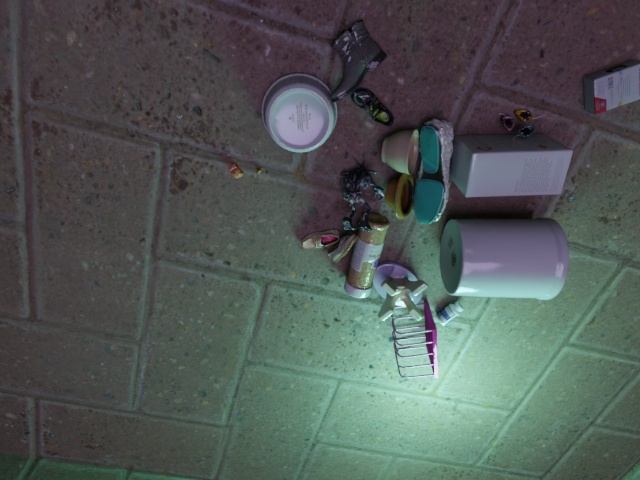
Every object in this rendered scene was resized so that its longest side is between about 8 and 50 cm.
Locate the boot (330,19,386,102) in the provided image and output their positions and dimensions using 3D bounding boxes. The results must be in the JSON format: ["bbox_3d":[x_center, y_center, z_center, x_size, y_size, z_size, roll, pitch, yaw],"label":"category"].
[{"bbox_3d":[0.087,-0.597,1.449,0.246,0.083,0.161,-45,109,2],"label":"boot"}]

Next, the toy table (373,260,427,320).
[{"bbox_3d":[0.345,0.225,1.878,0.274,0.161,0.252,30,113,-17],"label":"toy table"}]

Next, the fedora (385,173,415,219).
[{"bbox_3d":[0.303,-0.177,1.678,0.079,0.194,0.195,14,125,33],"label":"fedora"}]

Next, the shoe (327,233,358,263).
[{"bbox_3d":[0.086,0.029,1.769,0.058,0.076,0.219,40,145,1],"label":"shoe"}]

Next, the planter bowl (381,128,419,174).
[{"bbox_3d":[0.286,-0.328,1.583,0.109,0.162,0.162,12,122,22],"label":"planter bowl"}]

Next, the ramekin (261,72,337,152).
[{"bbox_3d":[-0.073,-0.433,1.510,0.272,0.127,0.273,-1,119,-2],"label":"ramekin"}]

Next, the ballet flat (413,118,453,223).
[{"bbox_3d":[0.445,-0.256,1.636,0.146,0.147,0.409,-3,119,-1],"label":"ballet flat"}]

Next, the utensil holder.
[{"bbox_3d":[0.703,0.071,1.717,0.385,0.328,0.328,0,119,-1],"label":"utensil holder"}]

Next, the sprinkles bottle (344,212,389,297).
[{"bbox_3d":[0.188,0.066,1.803,0.121,0.121,0.356,7,118,-7],"label":"sprinkles bottle"}]

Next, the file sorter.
[{"bbox_3d":[0.427,0.460,1.992,0.182,0.202,0.291,-7,119,5],"label":"file sorter"}]

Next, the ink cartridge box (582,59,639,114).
[{"bbox_3d":[1.037,-0.541,1.532,0.175,0.072,0.128,-18,118,7],"label":"ink cartridge box"}]

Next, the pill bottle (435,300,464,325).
[{"bbox_3d":[0.598,0.334,2.002,0.067,0.067,0.120,40,110,-21],"label":"pill bottle"}]

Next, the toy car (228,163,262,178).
[{"bbox_3d":[-0.285,-0.268,1.641,0.121,0.041,0.060,-15,119,6],"label":"toy car"}]

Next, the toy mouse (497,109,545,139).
[{"bbox_3d":[0.713,-0.410,1.572,0.160,0.143,0.031,19,161,13],"label":"toy mouse"}]

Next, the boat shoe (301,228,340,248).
[{"bbox_3d":[0.000,0.000,1.793,0.169,0.059,0.063,-19,118,8],"label":"boat shoe"}]

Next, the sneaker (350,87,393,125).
[{"bbox_3d":[0.189,-0.469,1.530,0.188,0.078,0.067,34,112,-19],"label":"sneaker"}]

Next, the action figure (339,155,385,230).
[{"bbox_3d":[0.152,-0.174,1.660,0.163,0.141,0.276,2,82,25],"label":"action figure"}]

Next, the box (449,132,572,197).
[{"bbox_3d":[0.675,-0.278,1.580,0.344,0.215,0.168,-1,120,-1],"label":"box"}]
